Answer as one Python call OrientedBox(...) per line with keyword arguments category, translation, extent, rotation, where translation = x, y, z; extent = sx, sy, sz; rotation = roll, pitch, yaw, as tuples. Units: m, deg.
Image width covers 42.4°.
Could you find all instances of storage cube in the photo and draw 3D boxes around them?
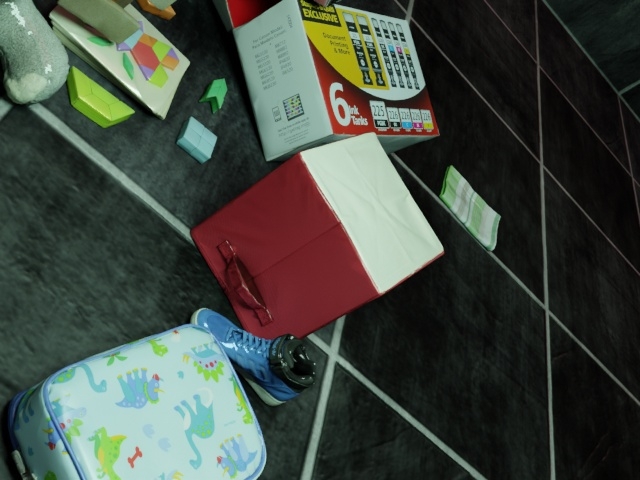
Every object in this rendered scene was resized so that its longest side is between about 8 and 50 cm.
OrientedBox(category="storage cube", translation=(0.000, 0.000, 1.001), extent=(0.215, 0.193, 0.183), rotation=(-25, 84, -55))

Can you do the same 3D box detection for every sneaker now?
OrientedBox(category="sneaker", translation=(-0.068, 0.118, 0.916), extent=(0.152, 0.085, 0.058), rotation=(47, 35, -16))

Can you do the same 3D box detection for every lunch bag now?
OrientedBox(category="lunch bag", translation=(-0.158, 0.182, 0.746), extent=(0.219, 0.090, 0.176), rotation=(-16, 76, -55))

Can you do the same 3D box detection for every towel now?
OrientedBox(category="towel", translation=(0.287, -0.063, 1.569), extent=(0.152, 0.023, 0.113), rotation=(45, 35, -18))

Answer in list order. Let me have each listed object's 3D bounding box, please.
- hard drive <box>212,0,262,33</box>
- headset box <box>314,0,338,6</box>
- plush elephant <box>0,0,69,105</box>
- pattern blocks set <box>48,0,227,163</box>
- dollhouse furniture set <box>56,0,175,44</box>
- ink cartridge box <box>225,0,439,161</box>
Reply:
OrientedBox(category="hard drive", translation=(-0.138, -0.489, 1.346), extent=(0.233, 0.047, 0.353), rotation=(-13, 74, -55))
OrientedBox(category="headset box", translation=(-0.041, -0.448, 1.179), extent=(0.293, 0.110, 0.218), rotation=(30, 28, 3))
OrientedBox(category="plush elephant", translation=(-0.306, -0.309, 0.725), extent=(0.330, 0.272, 0.255), rotation=(49, 9, -14))
OrientedBox(category="pattern blocks set", translation=(-0.247, -0.249, 1.035), extent=(0.325, 0.026, 0.285), rotation=(32, 42, -34))
OrientedBox(category="dollhouse furniture set", translation=(-0.215, -0.409, 0.948), extent=(0.135, 0.259, 0.262), rotation=(28, 44, -46))
OrientedBox(category="ink cartridge box", translation=(0.023, -0.268, 1.258), extent=(0.309, 0.130, 0.271), rotation=(-11, 84, -54))
